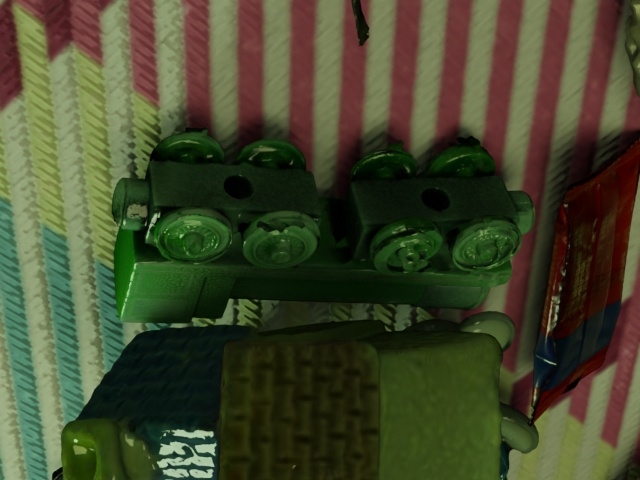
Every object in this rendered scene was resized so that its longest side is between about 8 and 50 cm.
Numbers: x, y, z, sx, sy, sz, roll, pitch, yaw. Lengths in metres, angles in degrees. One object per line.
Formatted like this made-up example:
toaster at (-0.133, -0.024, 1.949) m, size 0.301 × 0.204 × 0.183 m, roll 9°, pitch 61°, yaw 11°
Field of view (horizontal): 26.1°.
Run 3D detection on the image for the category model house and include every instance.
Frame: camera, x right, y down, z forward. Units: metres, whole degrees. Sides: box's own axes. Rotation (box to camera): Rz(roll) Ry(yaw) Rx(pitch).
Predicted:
model house at (-0.033, 0.132, 0.772) m, size 0.214 × 0.195 × 0.189 m, roll 0°, pitch 172°, yaw 37°

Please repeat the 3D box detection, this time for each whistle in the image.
whistle at (0.091, 0.130, 0.937) m, size 0.114 × 0.077 × 0.235 m, roll -22°, pitch 135°, yaw 0°

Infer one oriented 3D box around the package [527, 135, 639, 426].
package at (0.169, 0.028, 0.882) m, size 0.083 × 0.022 × 0.200 m, roll -29°, pitch 138°, yaw -34°

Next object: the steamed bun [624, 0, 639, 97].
steamed bun at (0.300, -0.116, 0.699) m, size 0.273 × 0.272 × 0.290 m, roll -55°, pitch 130°, yaw -23°

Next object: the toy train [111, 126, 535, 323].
toy train at (0.000, 0.000, 0.811) m, size 0.251 × 0.085 × 0.119 m, roll 3°, pitch 141°, yaw -17°

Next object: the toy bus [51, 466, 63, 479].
toy bus at (-0.129, 0.204, 0.945) m, size 0.060 × 0.075 × 0.123 m, roll -25°, pitch 129°, yaw 9°

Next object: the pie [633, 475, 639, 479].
pie at (0.371, 0.226, 1.071) m, size 0.338 × 0.075 × 0.337 m, roll -3°, pitch 126°, yaw -4°

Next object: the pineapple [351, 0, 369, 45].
pineapple at (-0.045, -0.206, 0.606) m, size 0.340 × 0.169 × 0.169 m, roll 23°, pitch 121°, yaw -39°
